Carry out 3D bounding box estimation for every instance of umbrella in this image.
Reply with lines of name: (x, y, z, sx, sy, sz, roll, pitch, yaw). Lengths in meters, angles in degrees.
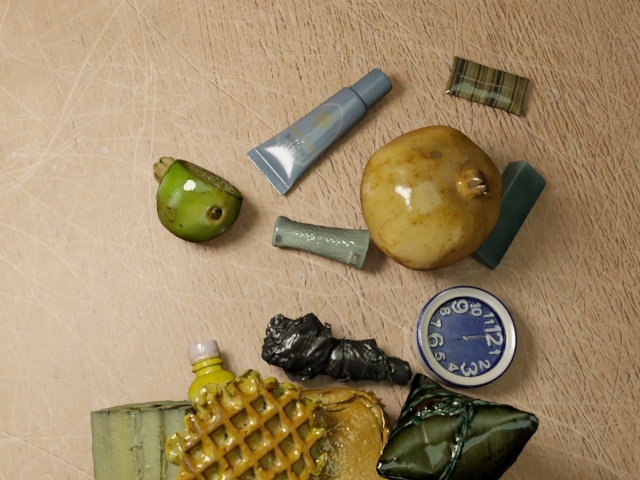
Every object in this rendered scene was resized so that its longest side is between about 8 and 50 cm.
umbrella: (0.037, 0.241, 1.720, 0.336, 0.128, 0.155, 4, 90, -10)

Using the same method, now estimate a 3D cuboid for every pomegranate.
pomegranate: (0.255, -0.100, 1.714, 0.342, 0.342, 0.343, 1, 75, -5)
pomegranate: (-0.304, -0.092, 1.744, 0.240, 0.190, 0.159, 34, 99, 3)

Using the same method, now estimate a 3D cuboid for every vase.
vase: (0.000, 0.000, 1.792, 0.219, 0.096, 0.096, 12, 74, 1)

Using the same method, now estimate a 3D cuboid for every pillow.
pillow: (0.422, -0.392, 1.960, 0.203, 0.038, 0.113, 16, 74, 0)

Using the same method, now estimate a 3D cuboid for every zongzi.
zongzi: (0.265, 0.474, 1.578, 0.318, 0.383, 0.363, -13, 89, -3)

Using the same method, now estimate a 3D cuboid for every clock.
clock: (0.326, 0.223, 1.766, 0.230, 0.083, 0.231, 2, 73, -6)

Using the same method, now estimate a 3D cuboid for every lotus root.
lotus root: (-0.320, 0.464, 1.579, 0.266, 0.149, 0.261, -10, 85, 31)

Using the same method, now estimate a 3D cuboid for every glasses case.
glasses case: (0.443, -0.067, 1.866, 0.105, 0.056, 0.266, 32, 75, 5)

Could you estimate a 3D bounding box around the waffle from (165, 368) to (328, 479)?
waffle: (-0.134, 0.401, 1.484, 0.324, 0.068, 0.302, 14, 78, -22)

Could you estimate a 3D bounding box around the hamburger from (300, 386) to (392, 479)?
hamburger: (0.017, 0.457, 1.632, 0.318, 0.158, 0.319, 1, 74, -4)

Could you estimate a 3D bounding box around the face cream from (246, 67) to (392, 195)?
face cream: (0.010, -0.276, 1.872, 0.385, 0.086, 0.136, -40, 82, -9)

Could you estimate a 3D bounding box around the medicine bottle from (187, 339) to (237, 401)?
medicine bottle: (-0.226, 0.325, 1.665, 0.121, 0.122, 0.213, -16, 77, -9)
